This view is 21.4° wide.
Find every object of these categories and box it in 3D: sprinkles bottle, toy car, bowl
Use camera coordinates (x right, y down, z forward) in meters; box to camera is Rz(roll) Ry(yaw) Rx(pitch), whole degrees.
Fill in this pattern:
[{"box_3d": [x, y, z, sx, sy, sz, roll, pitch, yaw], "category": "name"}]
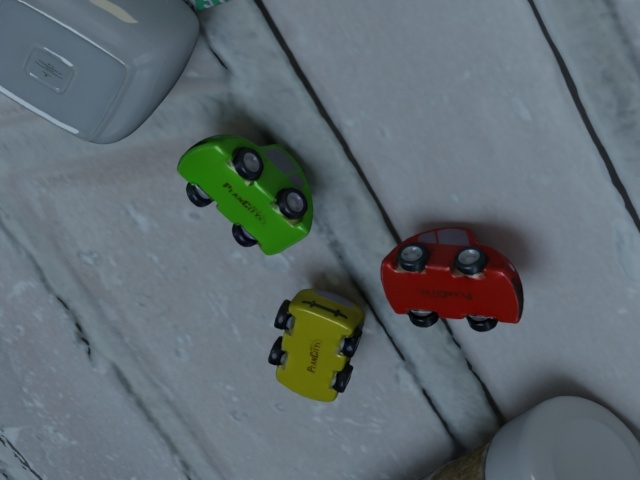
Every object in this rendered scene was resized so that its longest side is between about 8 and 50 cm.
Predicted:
[{"box_3d": [0.098, 0.236, 1.300, 0.121, 0.121, 0.355, 38, 139, -11], "category": "sprinkles bottle"}, {"box_3d": [0.000, 0.000, 1.163, 0.225, 0.053, 0.239, 44, 136, -17], "category": "toy car"}, {"box_3d": [-0.160, -0.123, 1.074, 0.142, 0.053, 0.142, 31, 142, -8], "category": "bowl"}]

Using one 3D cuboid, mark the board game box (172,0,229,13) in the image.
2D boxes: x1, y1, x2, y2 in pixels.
[{"box_3d": [-0.122, -0.191, 1.048, 0.259, 0.039, 0.124, -10, 127, 39], "category": "board game box"}]
